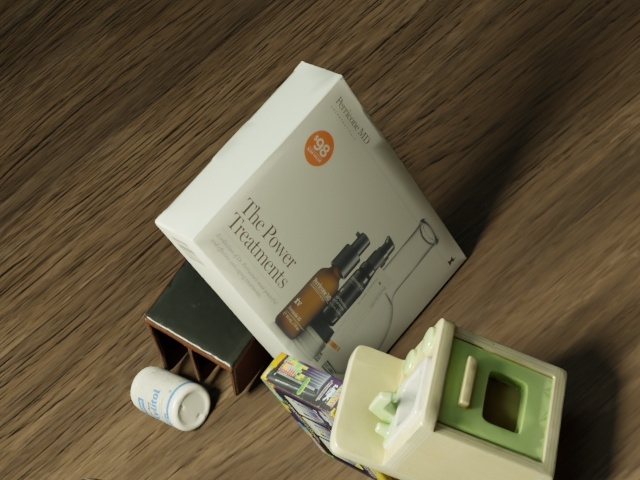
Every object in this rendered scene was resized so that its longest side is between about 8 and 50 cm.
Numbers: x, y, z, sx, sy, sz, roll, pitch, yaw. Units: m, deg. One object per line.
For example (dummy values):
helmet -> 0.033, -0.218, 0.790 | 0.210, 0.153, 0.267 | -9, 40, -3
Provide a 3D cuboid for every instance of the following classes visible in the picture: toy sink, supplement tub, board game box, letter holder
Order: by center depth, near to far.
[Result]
toy sink -> 0.151, 0.195, 1.736 | 0.131, 0.234, 0.153 | 123, 166, -51
board game box -> 0.020, 0.225, 1.880 | 0.141, 0.170, 0.048 | 19, 63, 46
supplement tub -> -0.214, 0.226, 2.143 | 0.107, 0.071, 0.071 | 16, 62, 46
letter holder -> -0.096, 0.071, 2.166 | 0.152, 0.214, 0.302 | 29, 68, 16

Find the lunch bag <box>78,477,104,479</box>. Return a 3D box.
lunch bag -> -0.200, 0.448, 1.801 | 0.305, 0.212, 0.256 | 7, 74, 49

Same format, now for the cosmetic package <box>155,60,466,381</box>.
cosmetic package -> 0.000, 0.000, 1.953 | 0.097, 0.377, 0.284 | 24, 69, 47
